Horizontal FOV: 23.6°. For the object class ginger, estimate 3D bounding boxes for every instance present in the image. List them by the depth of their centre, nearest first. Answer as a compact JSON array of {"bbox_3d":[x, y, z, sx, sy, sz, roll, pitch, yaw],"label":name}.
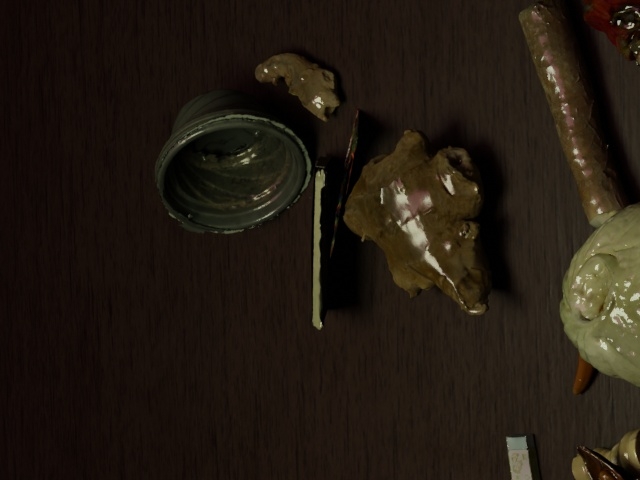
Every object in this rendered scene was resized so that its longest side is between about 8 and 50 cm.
[{"bbox_3d":[0.154,-0.016,2.025,0.270,0.123,0.219,44,126,23],"label":"ginger"},{"bbox_3d":[-0.028,-0.236,2.258,0.173,0.051,0.069,38,115,45],"label":"ginger"}]

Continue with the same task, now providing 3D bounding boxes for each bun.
[{"bbox_3d":[0.374,0.074,1.751,0.244,0.153,0.244,14,106,57],"label":"bun"}]

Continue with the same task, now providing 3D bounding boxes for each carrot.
[{"bbox_3d":[0.333,0.130,1.903,0.035,0.035,0.142,24,116,44],"label":"carrot"}]

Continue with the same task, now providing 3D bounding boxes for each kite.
[{"bbox_3d":[0.031,-0.080,2.150,0.198,0.006,0.244,110,172,-63],"label":"kite"}]

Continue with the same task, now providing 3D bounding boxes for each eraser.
[{"bbox_3d":[0.266,0.296,2.001,0.038,0.019,0.083,-11,86,50],"label":"eraser"}]

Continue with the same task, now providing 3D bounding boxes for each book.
[{"bbox_3d":[-0.001,0.000,2.188,0.157,0.026,0.231,-71,-18,-82],"label":"book"}]

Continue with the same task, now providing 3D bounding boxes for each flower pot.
[{"bbox_3d":[-0.139,-0.135,2.292,0.235,0.235,0.141,-58,30,34],"label":"flower pot"}]

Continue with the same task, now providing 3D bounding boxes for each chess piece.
[{"bbox_3d":[0.365,0.269,1.861,0.122,0.066,0.066,-31,71,52],"label":"chess piece"}]

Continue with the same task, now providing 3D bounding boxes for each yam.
[{"bbox_3d":[0.314,-0.155,1.872,0.066,0.066,0.300,-27,76,46],"label":"yam"}]

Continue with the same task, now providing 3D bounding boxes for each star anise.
[{"bbox_3d":[0.363,0.306,1.804,0.157,0.053,0.212,23,149,13],"label":"star anise"}]

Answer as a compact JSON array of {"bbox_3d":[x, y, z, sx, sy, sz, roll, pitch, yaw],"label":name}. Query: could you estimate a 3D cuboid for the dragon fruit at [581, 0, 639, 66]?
[{"bbox_3d":[0.376,-0.358,1.666,0.250,0.250,0.315,-17,96,47],"label":"dragon fruit"}]
